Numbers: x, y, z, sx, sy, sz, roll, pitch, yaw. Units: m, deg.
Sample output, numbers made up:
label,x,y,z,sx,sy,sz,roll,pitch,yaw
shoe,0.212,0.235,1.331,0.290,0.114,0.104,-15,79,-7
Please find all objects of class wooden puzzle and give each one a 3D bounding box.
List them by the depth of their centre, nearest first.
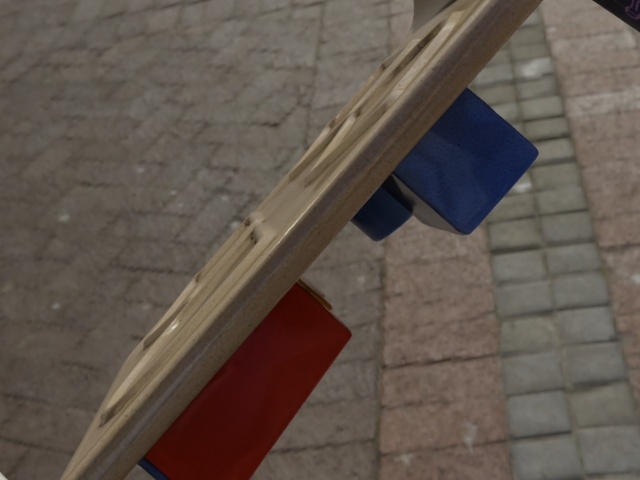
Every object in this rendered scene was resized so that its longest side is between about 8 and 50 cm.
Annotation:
label,x,y,z,sx,sy,sz,roll,pitch,yaw
wooden puzzle,0.000,0.000,0.569,0.347,0.080,0.322,-54,5,0

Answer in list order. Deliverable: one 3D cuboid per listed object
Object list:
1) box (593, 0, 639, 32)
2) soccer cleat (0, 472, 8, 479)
label,x,y,z,sx,sy,sz,roll,pitch,yaw
box,0.302,-0.150,0.662,0.261,0.184,0.103,38,79,13
soccer cleat,-0.151,0.184,0.605,0.076,0.068,0.196,-12,30,-23
